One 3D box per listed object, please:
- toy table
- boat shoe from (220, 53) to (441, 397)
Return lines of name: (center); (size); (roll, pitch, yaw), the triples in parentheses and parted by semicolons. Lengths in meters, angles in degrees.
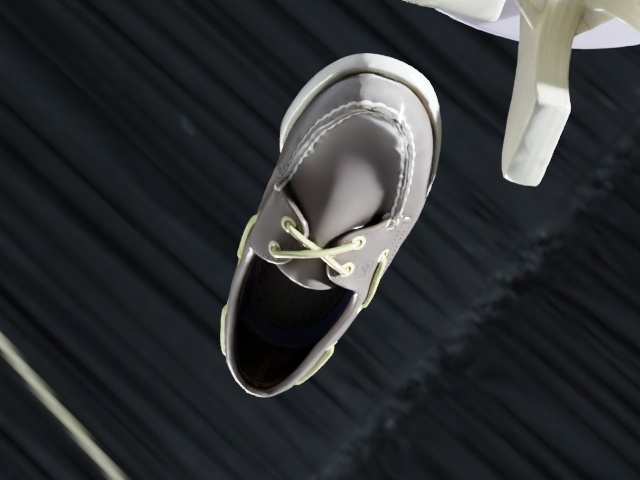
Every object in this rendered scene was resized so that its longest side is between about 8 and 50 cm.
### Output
toy table: (0.164, -0.181, 1.015); (0.161, 0.274, 0.252); (-90, -177, -53)
boat shoe: (0.000, 0.000, 1.084); (0.324, 0.116, 0.097); (118, -7, -51)
